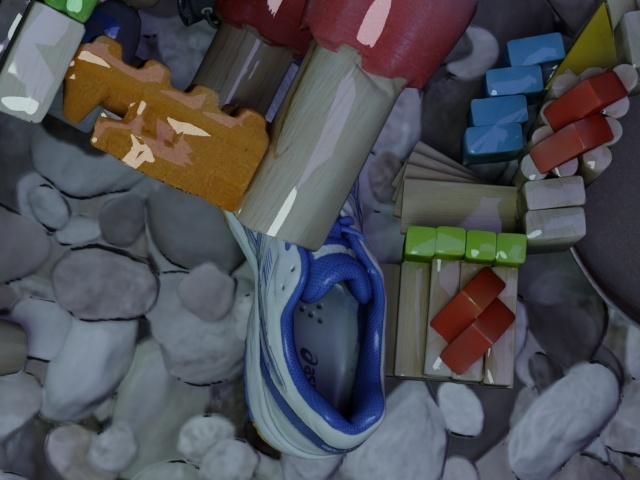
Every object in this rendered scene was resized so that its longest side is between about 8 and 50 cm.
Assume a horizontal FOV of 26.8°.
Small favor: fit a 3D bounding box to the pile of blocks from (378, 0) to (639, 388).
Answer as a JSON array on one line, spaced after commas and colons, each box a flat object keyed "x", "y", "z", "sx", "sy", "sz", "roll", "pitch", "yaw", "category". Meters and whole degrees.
[{"x": 0.141, "y": -0.056, "z": 0.958, "sx": 0.149, "sy": 0.112, "sz": 0.362, "roll": 28, "pitch": 83, "yaw": 5, "category": "pile of blocks"}]

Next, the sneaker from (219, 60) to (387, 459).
[{"x": 0.000, "y": 0.000, "z": 0.921, "sx": 0.112, "sy": 0.131, "sz": 0.296, "roll": -8, "pitch": 85, "yaw": -21, "category": "sneaker"}]

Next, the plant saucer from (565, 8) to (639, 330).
[{"x": 0.306, "y": -0.061, "z": 1.094, "sx": 0.311, "sy": 0.050, "sz": 0.310, "roll": 3, "pitch": 82, "yaw": -21, "category": "plant saucer"}]

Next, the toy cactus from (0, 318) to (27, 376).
[{"x": -0.274, "y": 0.069, "z": 0.832, "sx": 0.180, "sy": 0.112, "sz": 0.219, "roll": 6, "pitch": 78, "yaw": -40, "category": "toy cactus"}]

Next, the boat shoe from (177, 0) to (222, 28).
[{"x": -0.088, "y": -0.188, "z": 0.940, "sx": 0.228, "sy": 0.080, "sz": 0.076, "roll": 16, "pitch": 93, "yaw": -22, "category": "boat shoe"}]

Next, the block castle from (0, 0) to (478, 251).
[{"x": -0.164, "y": -0.192, "z": 0.727, "sx": 0.453, "sy": 0.303, "sz": 0.213, "roll": 25, "pitch": 93, "yaw": -19, "category": "block castle"}]
